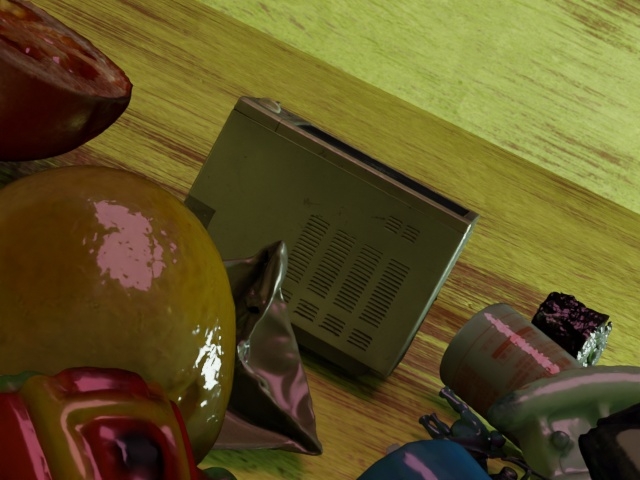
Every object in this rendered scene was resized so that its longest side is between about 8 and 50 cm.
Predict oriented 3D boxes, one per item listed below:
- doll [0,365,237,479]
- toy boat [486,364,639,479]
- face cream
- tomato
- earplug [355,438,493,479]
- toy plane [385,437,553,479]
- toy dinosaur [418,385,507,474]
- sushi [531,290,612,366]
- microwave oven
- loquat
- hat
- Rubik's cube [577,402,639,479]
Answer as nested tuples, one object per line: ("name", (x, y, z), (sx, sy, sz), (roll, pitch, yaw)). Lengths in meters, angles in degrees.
("doll", (-0.063, 0.204, 0.718), (0.182, 0.160, 0.363), (13, 22, -42))
("toy boat", (0.248, 0.169, 1.395), (0.207, 0.079, 0.134), (-5, 63, -22))
("face cream", (0.230, 0.168, 1.502), (0.251, 0.101, 0.101), (40, 18, 28))
("tomato", (-0.344, -0.165, 1.551), (0.338, 0.144, 0.338), (30, 13, -8))
("earplug", (0.124, 0.254, 0.971), (0.132, 0.132, 0.273), (11, 25, -48))
("toy plane", (0.138, 0.209, 1.297), (0.197, 0.053, 0.078), (29, 22, -10))
("toy dinosaur", (0.127, 0.171, 1.418), (0.080, 0.045, 0.197), (42, 10, 16))
("sushi", (0.274, 0.115, 1.826), (0.084, 0.098, 0.094), (28, 32, 19))
("microwave oven", (0.000, 0.000, 1.506), (0.240, 0.194, 0.145), (29, 9, 6))
("loquat", (-0.152, 0.057, 0.977), (0.213, 0.213, 0.213), (26, 14, -7))
("hat", (-0.091, 0.096, 1.232), (0.173, 0.166, 0.144), (-7, -16, -8))
("Rubik's cube", (0.356, 0.224, 0.924), (0.310, 0.305, 0.307), (-107, 171, -68))
